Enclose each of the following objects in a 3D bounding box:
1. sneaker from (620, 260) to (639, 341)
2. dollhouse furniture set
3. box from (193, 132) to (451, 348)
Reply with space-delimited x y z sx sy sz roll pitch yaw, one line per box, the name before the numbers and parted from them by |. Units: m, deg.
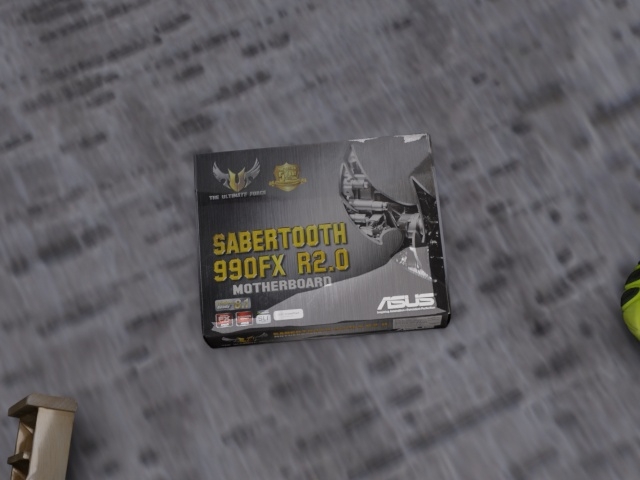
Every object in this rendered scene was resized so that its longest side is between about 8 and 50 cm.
sneaker | 0.390 0.011 1.132 0.295 0.109 0.123 -42 111 -20
dollhouse furniture set | -0.347 0.203 1.043 0.242 0.212 0.161 12 73 -21
box | 0.000 0.000 1.166 0.231 0.056 0.183 -4 72 1
